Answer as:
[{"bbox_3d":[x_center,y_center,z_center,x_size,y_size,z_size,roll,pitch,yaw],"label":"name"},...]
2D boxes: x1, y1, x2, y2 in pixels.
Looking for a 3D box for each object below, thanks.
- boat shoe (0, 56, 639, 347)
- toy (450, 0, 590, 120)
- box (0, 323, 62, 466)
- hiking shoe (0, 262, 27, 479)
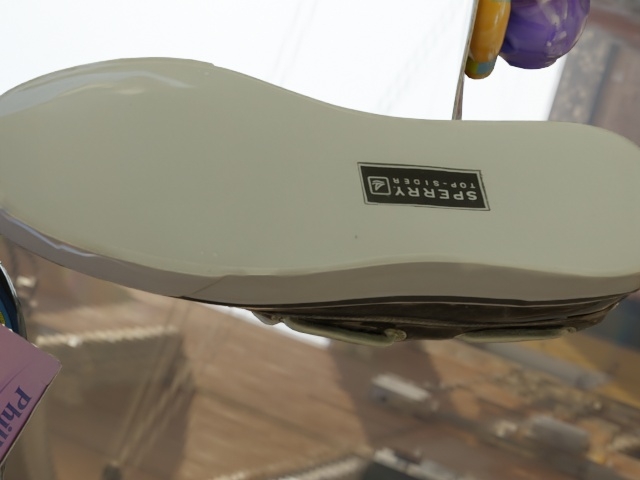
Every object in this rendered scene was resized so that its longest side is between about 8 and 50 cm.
[{"bbox_3d":[0.000,0.000,0.504,0.070,0.219,0.078,116,157,-53],"label":"boat shoe"},{"bbox_3d":[0.088,-0.135,0.635,0.137,0.056,0.237,-71,-13,-58],"label":"toy"},{"bbox_3d":[-0.305,0.133,1.063,0.117,0.243,0.213,37,-104,-22],"label":"box"},{"bbox_3d":[-0.301,0.146,1.369,0.132,0.113,0.304,166,104,-76],"label":"hiking shoe"}]
